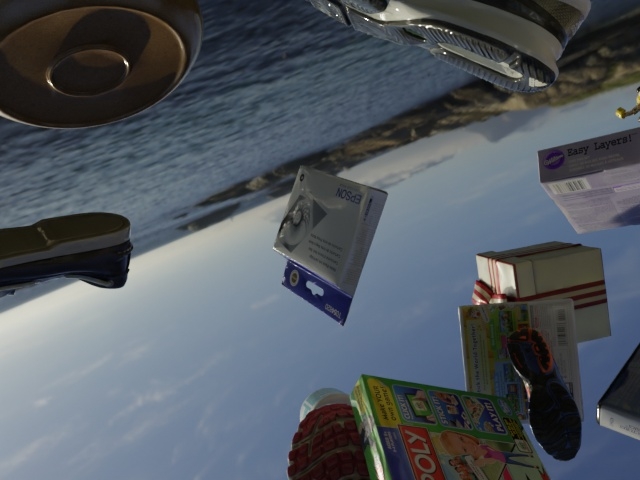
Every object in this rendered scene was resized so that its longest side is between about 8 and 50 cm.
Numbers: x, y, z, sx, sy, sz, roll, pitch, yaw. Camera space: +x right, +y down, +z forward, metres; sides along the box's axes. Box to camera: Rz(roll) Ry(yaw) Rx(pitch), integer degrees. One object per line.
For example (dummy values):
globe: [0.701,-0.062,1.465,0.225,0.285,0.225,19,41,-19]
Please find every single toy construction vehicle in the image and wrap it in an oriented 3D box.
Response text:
toy construction vehicle: [0.519,-0.204,0.970,0.098,0.035,0.086,-34,-134,-2]

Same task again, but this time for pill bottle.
pill bottle: [0.028,0.441,1.567,0.146,0.146,0.264,-24,176,-10]

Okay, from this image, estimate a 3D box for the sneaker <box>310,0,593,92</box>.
sneaker: [0.129,-0.381,0.768,0.257,0.448,0.169,-61,165,3]

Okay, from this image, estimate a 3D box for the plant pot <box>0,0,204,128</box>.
plant pot: [-0.221,-0.170,0.601,0.237,0.032,0.236,-20,165,-5]

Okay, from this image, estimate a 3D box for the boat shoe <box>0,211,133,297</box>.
boat shoe: [-0.248,0.028,0.488,0.206,0.064,0.075,-12,-151,-27]

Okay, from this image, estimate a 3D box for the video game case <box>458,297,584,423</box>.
video game case: [0.372,0.227,1.183,0.207,0.226,0.026,-5,180,11]

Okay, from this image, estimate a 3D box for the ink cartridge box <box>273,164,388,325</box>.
ink cartridge box: [0.000,0.000,1.056,0.045,0.223,0.223,13,-173,-34]

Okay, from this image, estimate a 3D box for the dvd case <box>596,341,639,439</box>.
dvd case: [0.336,0.106,0.401,0.253,0.022,0.180,15,-147,41]

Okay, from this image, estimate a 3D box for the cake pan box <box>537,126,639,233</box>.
cake pan box: [0.505,-0.095,1.018,0.267,0.070,0.246,-12,153,33]

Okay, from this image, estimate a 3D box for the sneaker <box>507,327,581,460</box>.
sneaker: [0.386,0.257,1.072,0.083,0.221,0.087,-20,153,24]

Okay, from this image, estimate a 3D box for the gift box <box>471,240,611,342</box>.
gift box: [0.532,0.154,1.557,0.258,0.276,0.255,-9,-179,-7]

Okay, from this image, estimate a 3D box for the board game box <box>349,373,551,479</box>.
board game box: [0.164,0.284,0.678,0.214,0.046,0.317,14,-151,-19]

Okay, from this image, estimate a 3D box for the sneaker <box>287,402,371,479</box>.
sneaker: [0.038,0.355,0.792,0.121,0.299,0.112,-16,157,3]
